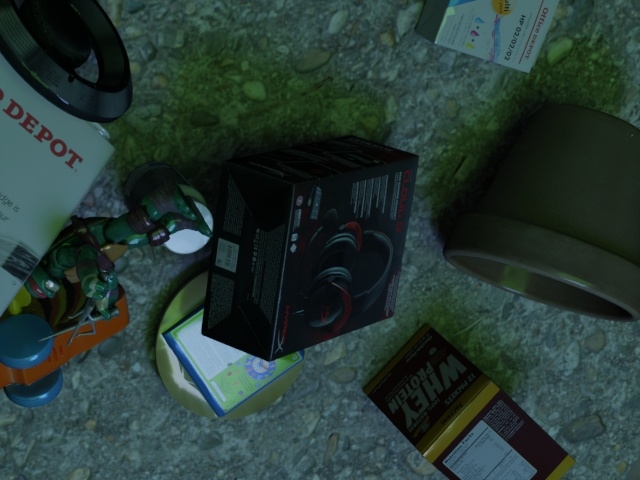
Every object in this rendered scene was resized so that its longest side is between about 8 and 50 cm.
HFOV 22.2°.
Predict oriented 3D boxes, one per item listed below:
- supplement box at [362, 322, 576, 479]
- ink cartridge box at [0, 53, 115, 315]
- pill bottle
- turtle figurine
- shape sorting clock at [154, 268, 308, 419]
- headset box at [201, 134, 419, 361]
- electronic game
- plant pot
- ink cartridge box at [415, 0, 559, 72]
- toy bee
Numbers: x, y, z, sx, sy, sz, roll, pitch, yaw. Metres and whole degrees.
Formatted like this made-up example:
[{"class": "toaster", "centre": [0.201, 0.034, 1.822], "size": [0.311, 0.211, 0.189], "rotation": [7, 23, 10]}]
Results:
[{"class": "supplement box", "centre": [0.193, 0.243, 2.136], "size": [0.129, 0.191, 0.194], "rotation": [-47, 120, 0]}, {"class": "ink cartridge box", "centre": [-0.451, -0.034, 1.718], "size": [0.285, 0.166, 0.395], "rotation": [43, 72, -30]}, {"class": "pill bottle", "centre": [-0.176, -0.037, 1.905], "size": [0.078, 0.137, 0.078], "rotation": [-8, 112, -20]}, {"class": "turtle figurine", "centre": [-0.237, 0.023, 1.772], "size": [0.234, 0.175, 0.118], "rotation": [-33, 88, 2]}, {"class": "shape sorting clock", "centre": [-0.110, 0.127, 2.051], "size": [0.206, 0.040, 0.206], "rotation": [-6, 108, -19]}, {"class": "headset box", "centre": [0.000, 0.000, 1.951], "size": [0.293, 0.110, 0.218], "rotation": [-15, 119, -53]}, {"class": "electronic game", "centre": [-0.286, -0.223, 1.745], "size": [0.048, 0.229, 0.229], "rotation": [-35, 122, 22]}, {"class": "plant pot", "centre": [0.312, -0.044, 2.071], "size": [0.263, 0.263, 0.229], "rotation": [23, 81, -28]}, {"class": "ink cartridge box", "centre": [0.222, -0.276, 2.024], "size": [0.181, 0.061, 0.104], "rotation": [13, 104, -27]}, {"class": "toy bee", "centre": [-0.375, 0.115, 1.885], "size": [0.298, 0.162, 0.195], "rotation": [-25, 139, -47]}]
